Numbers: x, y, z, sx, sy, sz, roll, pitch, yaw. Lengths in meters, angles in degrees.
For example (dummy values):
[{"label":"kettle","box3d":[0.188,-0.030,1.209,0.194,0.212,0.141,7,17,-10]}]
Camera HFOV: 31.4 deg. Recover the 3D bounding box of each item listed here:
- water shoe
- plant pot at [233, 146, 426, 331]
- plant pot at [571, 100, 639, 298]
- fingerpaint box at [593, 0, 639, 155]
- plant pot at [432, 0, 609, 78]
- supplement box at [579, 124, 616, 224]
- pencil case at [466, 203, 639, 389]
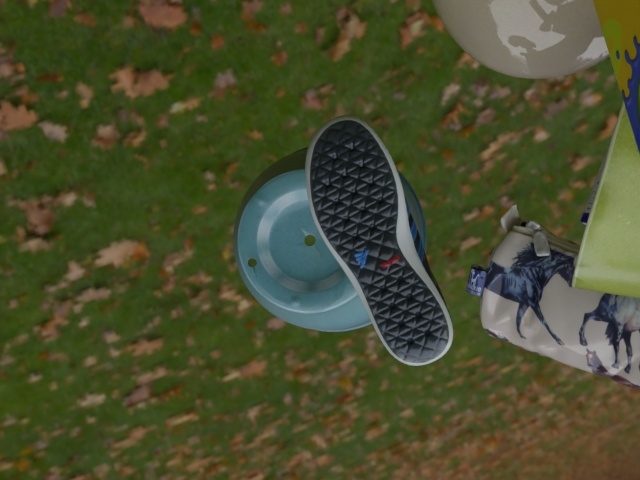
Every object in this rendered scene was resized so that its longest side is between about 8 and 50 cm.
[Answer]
[{"label":"water shoe","box3d":[0.043,0.002,0.896,0.072,0.203,0.080,-20,179,5]},{"label":"plant pot","box3d":[0.000,0.000,1.522,0.271,0.272,0.255,-28,178,8]},{"label":"plant pot","box3d":[0.404,-0.048,1.005,0.293,0.275,0.275,17,165,14]},{"label":"fingerpaint box","box3d":[0.264,-0.246,0.580,0.163,0.445,0.371,-2,151,-9]},{"label":"plant pot","box3d":[0.229,-0.341,1.256,0.284,0.284,0.191,-31,159,18]},{"label":"supplement box","box3d":[0.390,-0.100,1.236,0.111,0.220,0.114,20,178,-19]},{"label":"pencil case","box3d":[0.391,0.093,1.416,0.160,0.410,0.184,-43,135,-33]}]
